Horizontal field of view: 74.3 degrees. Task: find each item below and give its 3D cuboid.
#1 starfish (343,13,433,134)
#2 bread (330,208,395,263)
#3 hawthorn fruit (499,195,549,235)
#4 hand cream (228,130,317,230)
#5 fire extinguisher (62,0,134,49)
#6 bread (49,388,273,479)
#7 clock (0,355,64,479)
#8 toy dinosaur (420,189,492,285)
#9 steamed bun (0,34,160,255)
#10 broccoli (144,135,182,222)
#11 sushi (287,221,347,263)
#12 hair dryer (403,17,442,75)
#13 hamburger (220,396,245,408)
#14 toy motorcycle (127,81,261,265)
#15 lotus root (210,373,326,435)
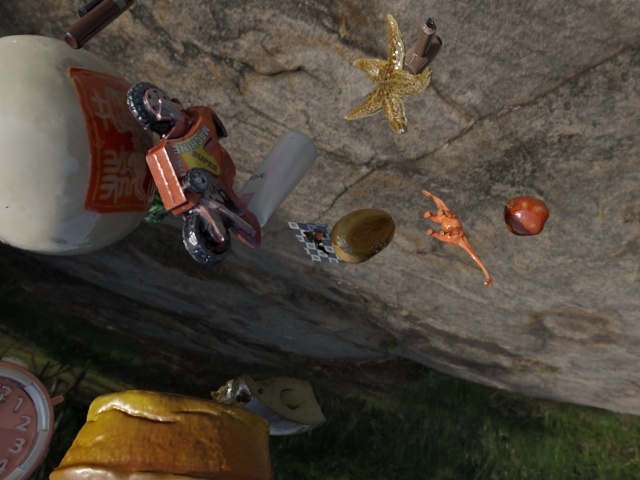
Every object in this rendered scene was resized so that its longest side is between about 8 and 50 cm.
[{"bbox_3d":[0.133,-0.323,0.855,0.062,0.235,0.277,-10,-178,-25],"label":"starfish"},{"bbox_3d":[0.092,-0.012,0.953,0.077,0.189,0.114,-25,88,49],"label":"bread"},{"bbox_3d":[0.596,-0.078,1.229,0.125,0.125,0.140,-5,123,42],"label":"hawthorn fruit"},{"bbox_3d":[-0.130,-0.149,1.099,0.186,0.358,0.118,-2,132,36],"label":"hand cream"},{"bbox_3d":[-0.344,-0.363,0.666,0.049,0.173,0.035,10,146,27],"label":"fire extinguisher"},{"bbox_3d":[-0.196,0.294,0.558,0.270,0.142,0.195,14,140,-12],"label":"bread"},{"bbox_3d":[-0.549,0.300,0.657,0.142,0.241,0.227,-22,130,38],"label":"clock"},{"bbox_3d":[0.295,-0.017,0.949,0.102,0.279,0.055,3,146,-29],"label":"toy dinosaur"},{"bbox_3d":[-0.417,-0.163,0.734,0.242,0.374,0.374,-10,149,6],"label":"steamed bun"},{"bbox_3d":[-0.458,-0.187,1.289,0.275,0.307,0.308,20,155,-12],"label":"broccoli"},{"bbox_3d":[0.000,0.000,1.305,0.139,0.031,0.201,4,143,30],"label":"sushi"},{"bbox_3d":[0.244,-0.462,0.986,0.064,0.117,0.181,39,177,5],"label":"hair dryer"},{"bbox_3d":[-0.234,0.397,0.951,0.121,0.054,0.084,-33,164,11],"label":"hamburger"},{"bbox_3d":[-0.193,-0.109,0.674,0.089,0.171,0.297,-19,95,24],"label":"toy motorcycle"},{"bbox_3d":[-0.132,0.455,1.131,0.314,0.141,0.210,16,134,-37],"label":"lotus root"}]
